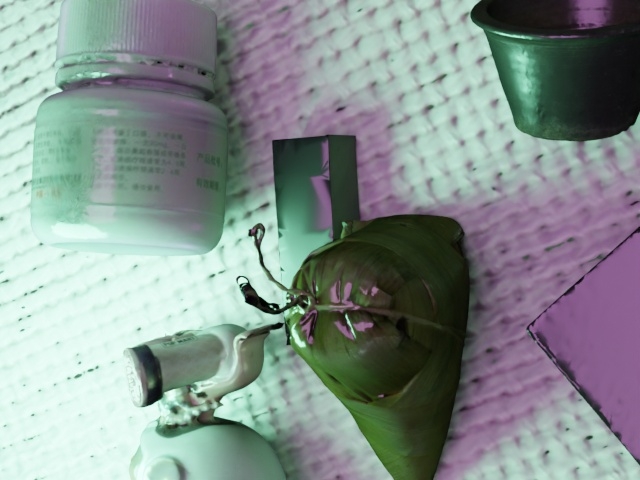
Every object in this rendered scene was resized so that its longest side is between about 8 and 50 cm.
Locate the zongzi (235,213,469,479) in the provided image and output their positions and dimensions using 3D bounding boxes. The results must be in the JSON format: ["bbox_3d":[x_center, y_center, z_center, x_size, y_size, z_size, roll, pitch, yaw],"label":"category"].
[{"bbox_3d":[0.058,0.167,1.732,0.181,0.447,0.418,0,98,20],"label":"zongzi"}]

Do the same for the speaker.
[{"bbox_3d":[0.410,0.096,1.678,0.254,0.184,0.232,-45,73,20],"label":"speaker"}]

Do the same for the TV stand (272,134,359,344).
[{"bbox_3d":[0.000,0.000,1.952,0.088,0.083,0.269,-4,92,28],"label":"TV stand"}]

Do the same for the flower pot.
[{"bbox_3d":[0.291,-0.201,1.724,0.235,0.235,0.148,9,116,28],"label":"flower pot"}]

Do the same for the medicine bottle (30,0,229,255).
[{"bbox_3d":[-0.248,-0.147,1.979,0.256,0.256,0.324,-1,85,29],"label":"medicine bottle"}]

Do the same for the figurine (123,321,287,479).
[{"bbox_3d":[-0.150,0.286,1.953,0.211,0.253,0.361,0,93,27],"label":"figurine"}]
